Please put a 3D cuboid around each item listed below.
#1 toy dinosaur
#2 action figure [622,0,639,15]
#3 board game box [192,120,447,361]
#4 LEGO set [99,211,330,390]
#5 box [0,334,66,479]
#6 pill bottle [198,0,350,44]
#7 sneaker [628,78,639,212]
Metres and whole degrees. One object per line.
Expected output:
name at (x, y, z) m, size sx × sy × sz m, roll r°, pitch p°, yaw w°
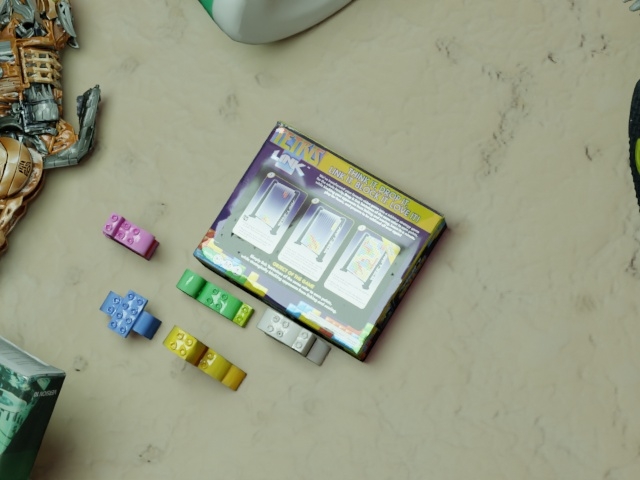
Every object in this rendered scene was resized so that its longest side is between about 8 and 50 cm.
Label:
toy dinosaur at (-0.311, -0.083, 1.411) m, size 0.218 × 0.164 × 0.322 m, roll 14°, pitch 60°, yaw -4°
action figure at (0.310, -0.150, 1.264) m, size 0.141 × 0.276 × 0.164 m, roll -16°, pitch 77°, yaw 17°
board game box at (0.000, 0.000, 1.388) m, size 0.170 × 0.048 × 0.141 m, roll 31°, pitch 82°, yaw 14°
LEGO set at (-0.114, 0.062, 1.368) m, size 0.227 × 0.093 × 0.087 m, roll 30°, pitch 84°, yaw 14°
box at (-0.355, 0.203, 1.323) m, size 0.232 × 0.058 × 0.322 m, roll 26°, pitch 103°, yaw 27°
pill bottle at (-0.097, -0.364, 1.400) m, size 0.204 × 0.204 × 0.361 m, roll -36°, pitch 75°, yaw 0°
sneaker at (0.305, -0.036, 1.340) m, size 0.082 × 0.069 × 0.209 m, roll -9°, pitch 78°, yaw -1°
